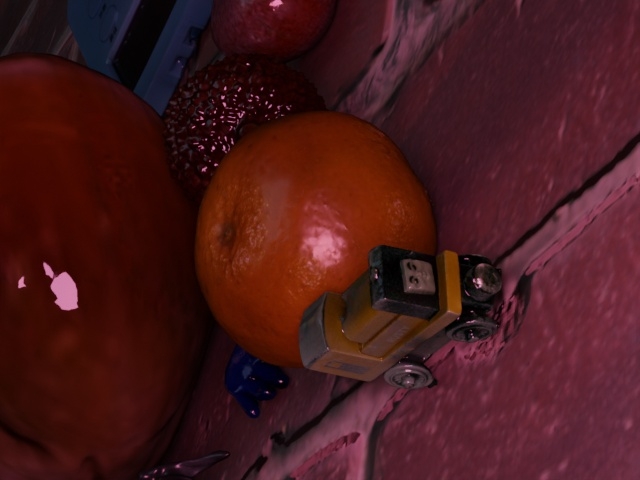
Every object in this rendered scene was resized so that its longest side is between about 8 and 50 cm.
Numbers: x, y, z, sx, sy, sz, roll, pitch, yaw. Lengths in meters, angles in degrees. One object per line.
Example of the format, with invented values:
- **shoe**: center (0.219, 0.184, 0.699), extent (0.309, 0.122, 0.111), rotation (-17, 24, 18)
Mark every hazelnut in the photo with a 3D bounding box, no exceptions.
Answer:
- **hazelnut**: center (-0.225, 0.038, 1.470), extent (0.372, 0.315, 0.372), rotation (12, 105, 52)

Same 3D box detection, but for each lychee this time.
- **lychee**: center (-0.053, -0.066, 1.351), extent (0.129, 0.123, 0.123), rotation (-25, 48, 64)

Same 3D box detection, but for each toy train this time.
- **toy train**: center (0.044, 0.039, 1.038), extent (0.122, 0.081, 0.050), rotation (135, 143, -52)

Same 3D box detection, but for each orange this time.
- **orange**: center (0.000, 0.000, 1.143), extent (0.154, 0.134, 0.155), rotation (-2, 88, 55)

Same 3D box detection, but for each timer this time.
- **timer**: center (-0.164, -0.250, 1.909), extent (0.232, 0.091, 0.250), rotation (-61, 24, 25)

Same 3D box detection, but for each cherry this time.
- **cherry**: center (-0.008, -0.201, 1.427), extent (0.225, 0.090, 0.107), rotation (-38, 24, 43)

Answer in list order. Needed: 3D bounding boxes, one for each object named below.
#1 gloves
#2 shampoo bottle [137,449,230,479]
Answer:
- **gloves**: center (-0.041, 0.084, 1.314), extent (0.064, 0.026, 0.086), rotation (-66, 19, 6)
- **shampoo bottle**: center (-0.098, 0.253, 1.192), extent (0.101, 0.101, 0.284), rotation (-54, 25, 41)
